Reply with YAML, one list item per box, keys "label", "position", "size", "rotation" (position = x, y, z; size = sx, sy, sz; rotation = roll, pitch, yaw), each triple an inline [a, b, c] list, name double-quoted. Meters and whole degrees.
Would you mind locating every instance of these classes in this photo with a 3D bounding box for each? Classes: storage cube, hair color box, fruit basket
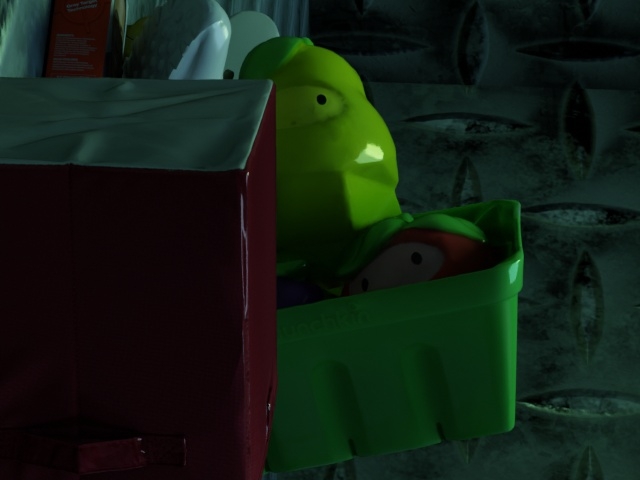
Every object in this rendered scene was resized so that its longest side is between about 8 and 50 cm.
- label: "storage cube"
  position: [-0.119, 0.023, 1.029]
  size: [0.215, 0.184, 0.193]
  rotation: [-79, 170, -71]
- label: "hair color box"
  position: [-0.168, -0.126, 1.322]
  size: [0.072, 0.043, 0.141]
  rotation: [86, 6, -66]
- label: "fruit basket"
  position: [0.000, 0.000, 1.688]
  size: [0.283, 0.392, 0.392]
  rotation: [-70, 162, -75]

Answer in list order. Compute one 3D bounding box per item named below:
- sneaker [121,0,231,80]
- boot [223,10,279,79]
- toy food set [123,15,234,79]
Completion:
- label: "sneaker"
  position: [-0.105, -0.080, 1.361]
  size: [0.090, 0.095, 0.235]
  rotation: [-97, -152, -45]
- label: "boot"
  position: [-0.106, -0.138, 2.201]
  size: [0.123, 0.095, 0.258]
  rotation: [99, 3, -64]
- label: "toy food set"
  position: [-0.145, -0.142, 1.631]
  size: [0.128, 0.071, 0.218]
  rotation: [-63, 170, -9]
